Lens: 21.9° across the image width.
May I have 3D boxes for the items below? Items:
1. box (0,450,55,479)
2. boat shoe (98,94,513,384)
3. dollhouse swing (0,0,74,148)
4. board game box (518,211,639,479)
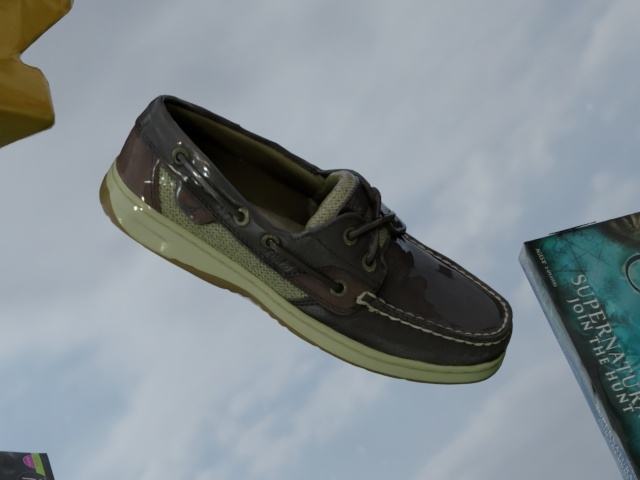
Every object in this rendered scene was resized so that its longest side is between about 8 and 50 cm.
[{"bbox_3d":[-0.227,0.203,1.201,0.052,0.062,0.083,6,-64,-25],"label":"box"},{"bbox_3d":[0.000,0.000,0.560,0.056,0.152,0.049,-74,9,-53],"label":"boat shoe"},{"bbox_3d":[-0.345,-0.156,0.757,0.305,0.347,0.315,-33,-28,35],"label":"dollhouse swing"},{"bbox_3d":[0.221,0.066,1.061,0.126,0.186,0.026,-15,-30,-14],"label":"board game box"}]
